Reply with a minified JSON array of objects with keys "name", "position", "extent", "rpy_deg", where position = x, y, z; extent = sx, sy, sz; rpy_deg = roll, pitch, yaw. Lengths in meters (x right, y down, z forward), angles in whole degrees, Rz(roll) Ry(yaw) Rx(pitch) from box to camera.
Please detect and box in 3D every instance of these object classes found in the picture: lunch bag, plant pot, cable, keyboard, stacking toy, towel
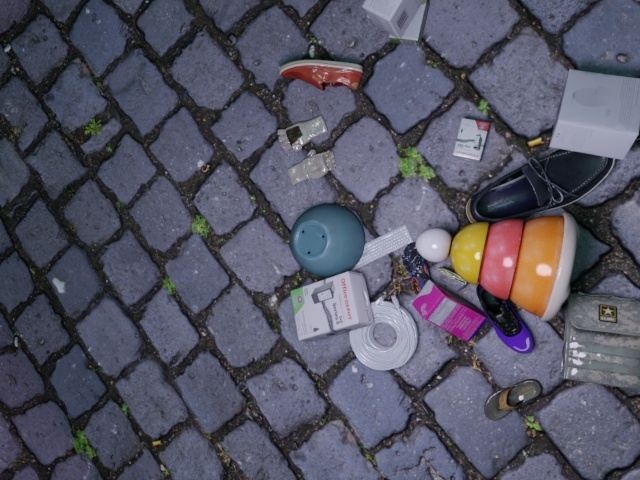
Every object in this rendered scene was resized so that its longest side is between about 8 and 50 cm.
[{"name":"lunch bag","position":[0.915,0.314,1.667],"extent":[0.236,0.169,0.286],"rpy_deg":[5,85,22]},{"name":"plant pot","position":[0.000,0.000,1.937],"extent":[0.291,0.195,0.289],"rpy_deg":[0,90,21]},{"name":"cable","position":[0.235,0.351,1.932],"extent":[0.257,0.089,0.257],"rpy_deg":[-33,81,17]},{"name":"keyboard","position":[0.223,0.027,1.966],"extent":[0.256,0.014,0.072],"rpy_deg":[-27,83,17]},{"name":"stacking toy","position":[0.547,0.044,1.674],"extent":[0.481,0.351,0.350],"rpy_deg":[12,95,16]},{"name":"towel","position":[0.466,0.121,1.817],"extent":[0.110,0.148,0.027],"rpy_deg":[27,93,16]}]

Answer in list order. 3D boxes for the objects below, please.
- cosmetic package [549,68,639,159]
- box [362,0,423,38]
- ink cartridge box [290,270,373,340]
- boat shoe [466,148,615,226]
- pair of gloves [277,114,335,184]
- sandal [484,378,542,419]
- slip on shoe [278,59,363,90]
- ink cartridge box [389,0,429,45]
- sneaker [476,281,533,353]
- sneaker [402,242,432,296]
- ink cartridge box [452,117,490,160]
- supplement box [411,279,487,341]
[{"name":"cosmetic package","position":[0.870,-0.398,1.629],"extent":[0.225,0.138,0.223],"rpy_deg":[15,66,19]},{"name":"box","position":[0.256,-0.825,1.775],"extent":[0.119,0.181,0.181],"rpy_deg":[35,102,16]},{"name":"ink cartridge box","position":[0.039,0.248,1.931],"extent":[0.273,0.115,0.198],"rpy_deg":[-22,68,30]},{"name":"boat shoe","position":[0.728,-0.181,1.719],"extent":[0.501,0.156,0.186],"rpy_deg":[-25,82,16]},{"name":"pair of gloves","position":[-0.054,-0.353,2.033],"extent":[0.204,0.042,0.239],"rpy_deg":[-14,88,18]},{"name":"sandal","position":[0.670,0.557,1.807],"extent":[0.219,0.060,0.089],"rpy_deg":[-31,82,17]},{"name":"slip on shoe","position":[-0.005,-0.626,1.973],"extent":[0.332,0.123,0.101],"rpy_deg":[8,98,13]},{"name":"ink cartridge box","position":[0.329,-0.825,1.880],"extent":[0.109,0.062,0.209],"rpy_deg":[14,96,19]},{"name":"sneaker","position":[0.622,0.267,1.769],"extent":[0.102,0.146,0.293],"rpy_deg":[-34,81,16]},{"name":"sneaker","position":[0.358,0.113,1.891],"extent":[0.083,0.087,0.221],"rpy_deg":[-17,69,21]},{"name":"ink cartridge box","position":[0.533,-0.354,1.829],"extent":[0.099,0.056,0.135],"rpy_deg":[14,95,17]},{"name":"supplement box","position":[0.445,0.243,1.788],"extent":[0.220,0.111,0.113],"rpy_deg":[30,103,-24]}]
